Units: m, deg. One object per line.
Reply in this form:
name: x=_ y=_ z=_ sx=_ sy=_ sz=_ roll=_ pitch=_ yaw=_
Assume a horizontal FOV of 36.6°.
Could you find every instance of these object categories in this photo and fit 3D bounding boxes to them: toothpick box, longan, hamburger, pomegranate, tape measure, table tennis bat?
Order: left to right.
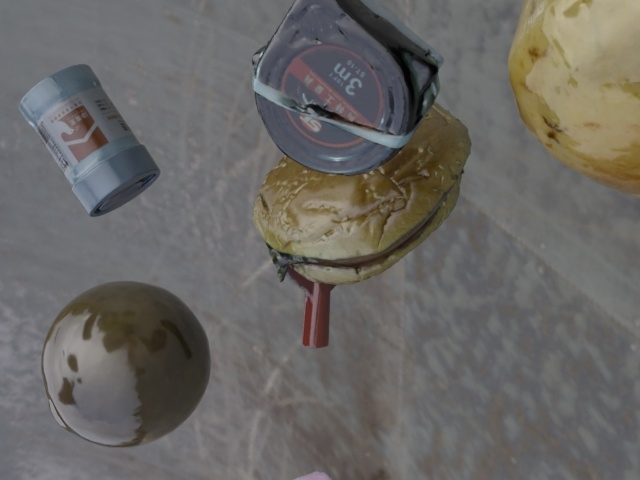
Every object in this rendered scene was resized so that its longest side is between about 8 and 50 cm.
toothpick box: x=-0.272 y=-0.117 z=1.142 sx=0.153 sy=0.101 sz=0.101 roll=55 pitch=156 yaw=3
longan: x=-0.288 y=0.183 z=1.412 sx=0.258 sy=0.258 sz=0.258 roll=48 pitch=150 yaw=40
table tennis bat: x=0.000 y=0.000 z=1.400 sx=0.038 sy=0.200 sz=0.310 roll=7 pitch=97 yaw=45
tape measure: x=0.022 y=-0.161 z=0.988 sx=0.182 sy=0.107 sz=0.181 roll=42 pitch=123 yaw=-6
hamburger: x=0.063 y=-0.060 z=1.187 sx=0.211 sy=0.309 sz=0.132 roll=40 pitch=167 yaw=50
pomegranate: x=0.329 y=-0.183 z=0.833 sx=0.332 sy=0.333 sz=0.332 roll=48 pitch=150 yaw=40

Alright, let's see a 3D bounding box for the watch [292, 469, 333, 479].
watch: x=0.069 y=0.241 z=0.630 sx=0.248 sy=0.218 sz=0.210 roll=144 pitch=117 yaw=-70
